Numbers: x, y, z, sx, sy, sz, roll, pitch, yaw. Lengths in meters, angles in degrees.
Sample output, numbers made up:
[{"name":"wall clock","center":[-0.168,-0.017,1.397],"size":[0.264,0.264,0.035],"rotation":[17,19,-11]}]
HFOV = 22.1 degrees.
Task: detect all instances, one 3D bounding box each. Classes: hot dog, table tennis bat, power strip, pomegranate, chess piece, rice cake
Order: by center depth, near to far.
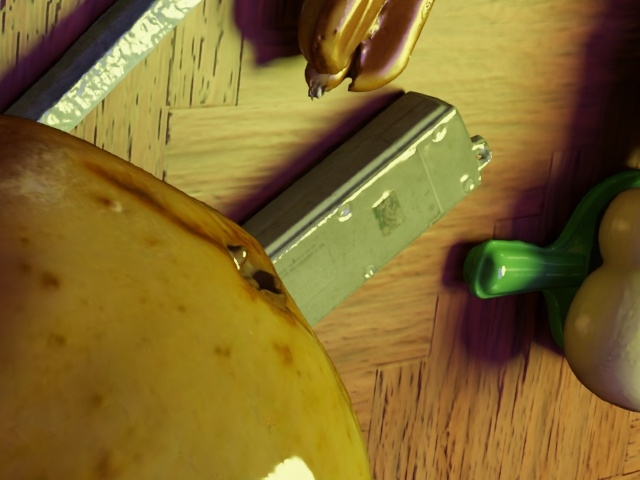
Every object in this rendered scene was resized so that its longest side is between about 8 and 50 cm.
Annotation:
[{"name":"pomegranate","center":[-0.177,0.149,0.783],"size":[0.410,0.410,0.410],"rotation":[-16,117,-35]},{"name":"rice cake","center":[-0.125,-0.104,0.936],"size":[0.171,0.033,0.029],"rotation":[-48,135,-15]},{"name":"hot dog","center":[0.047,-0.192,1.027],"size":[0.092,0.062,0.235],"rotation":[33,82,-43]},{"name":"power strip","center":[0.000,0.001,1.073],"size":[0.272,0.052,0.078],"rotation":[-40,128,-20]},{"name":"chess piece","center":[0.279,-0.015,1.205],"size":[0.167,0.167,0.299],"rotation":[30,80,-43]},{"name":"table tennis bat","center":[0.205,0.022,1.266],"size":[0.257,0.039,0.160],"rotation":[1,104,-43]}]
